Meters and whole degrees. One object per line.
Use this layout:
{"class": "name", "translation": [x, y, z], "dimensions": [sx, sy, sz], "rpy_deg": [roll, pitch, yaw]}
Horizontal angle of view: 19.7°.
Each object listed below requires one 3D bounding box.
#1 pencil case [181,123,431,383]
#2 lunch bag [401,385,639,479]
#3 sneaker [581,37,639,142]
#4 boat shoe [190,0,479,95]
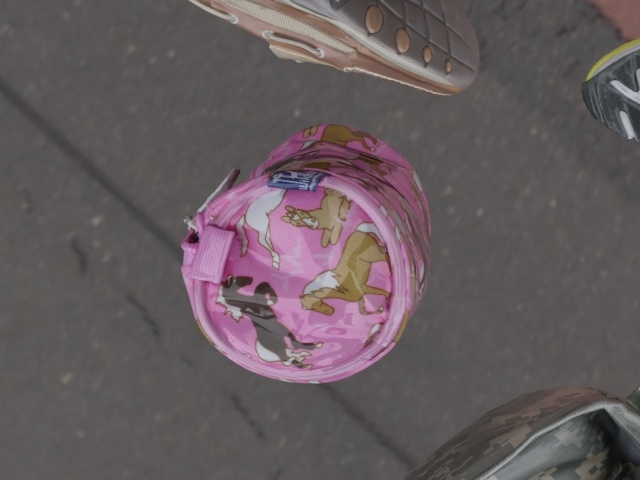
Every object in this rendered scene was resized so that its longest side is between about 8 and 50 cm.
{"class": "pencil case", "translation": [0.000, 0.000, 1.455], "dimensions": [0.160, 0.386, 0.167], "rpy_deg": [-23, 95, 9]}
{"class": "lunch bag", "translation": [0.083, 0.196, 0.965], "dimensions": [0.169, 0.235, 0.287], "rpy_deg": [42, 91, 6]}
{"class": "sneaker", "translation": [0.258, -0.123, 1.119], "dimensions": [0.209, 0.094, 0.081], "rpy_deg": [-18, 123, 7]}
{"class": "boat shoe", "translation": [0.000, -0.226, 1.747], "dimensions": [0.324, 0.123, 0.116], "rpy_deg": [28, 145, -12]}
